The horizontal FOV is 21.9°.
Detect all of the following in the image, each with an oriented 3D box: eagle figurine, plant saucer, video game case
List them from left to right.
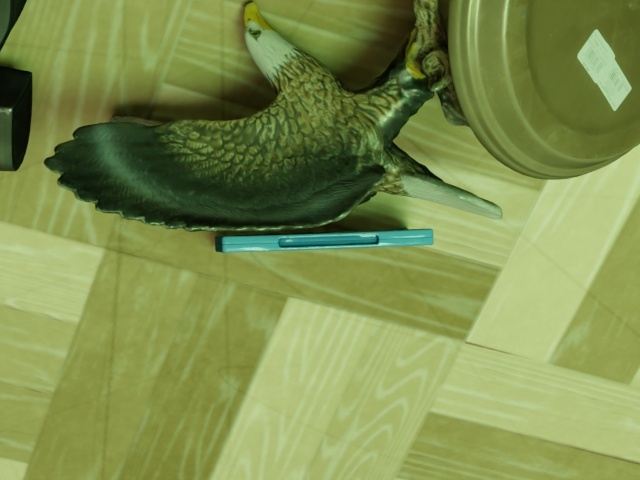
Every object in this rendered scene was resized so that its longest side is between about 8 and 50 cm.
[{"bbox_3d":[-0.029,-0.075,1.255,0.298,0.225,0.226,-32,134,3],"label":"eagle figurine"},{"bbox_3d":[0.000,0.000,1.344,0.166,0.119,0.015,-2,90,-6],"label":"video game case"},{"bbox_3d":[0.205,-0.174,1.198,0.278,0.041,0.278,-17,118,-36],"label":"plant saucer"}]

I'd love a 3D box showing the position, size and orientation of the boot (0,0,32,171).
[{"bbox_3d":[-0.354,-0.187,1.230,0.280,0.096,0.264,10,126,1],"label":"boot"}]
